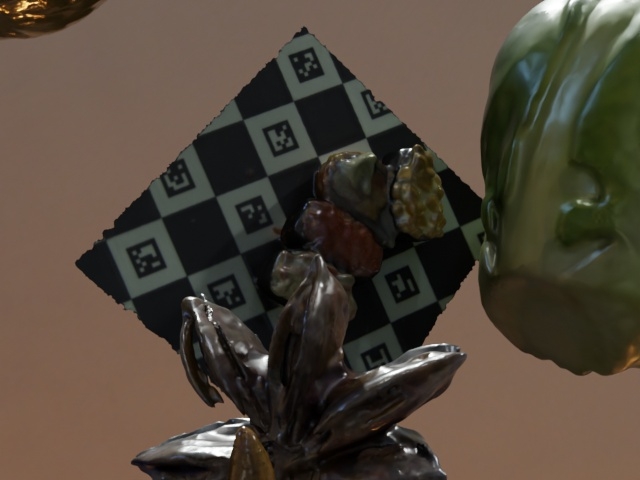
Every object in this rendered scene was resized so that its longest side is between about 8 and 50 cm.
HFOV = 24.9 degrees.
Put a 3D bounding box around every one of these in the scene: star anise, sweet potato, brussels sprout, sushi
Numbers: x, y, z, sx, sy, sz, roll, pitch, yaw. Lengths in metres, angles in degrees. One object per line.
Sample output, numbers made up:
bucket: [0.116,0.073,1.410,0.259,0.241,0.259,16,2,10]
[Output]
star anise: [-0.017,0.127,0.893,0.229,0.093,0.236,-4,-78,21]
sweet potato: [-0.039,0.183,0.793,0.044,0.044,0.179,3,-67,14]
brussels sprout: [0.270,-0.069,1.163,0.275,0.371,0.315,17,-45,30]
sushi: [0.000,0.000,1.152,0.264,0.290,0.050,43,-24,-10]

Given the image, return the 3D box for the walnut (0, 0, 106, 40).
walnut: [-0.198,-0.257,0.792,0.253,0.282,0.277,13,-92,-5]
